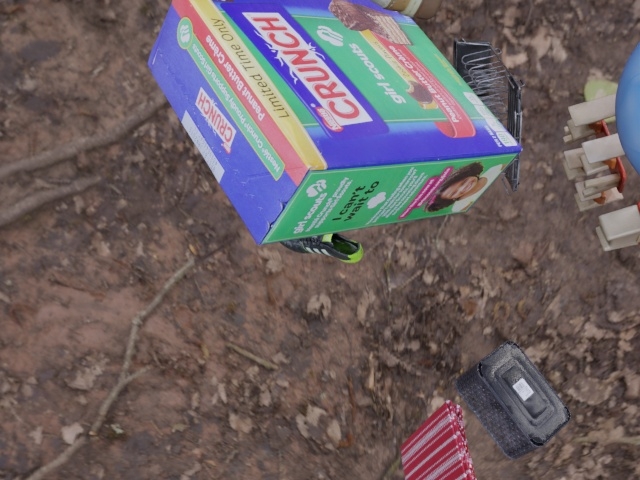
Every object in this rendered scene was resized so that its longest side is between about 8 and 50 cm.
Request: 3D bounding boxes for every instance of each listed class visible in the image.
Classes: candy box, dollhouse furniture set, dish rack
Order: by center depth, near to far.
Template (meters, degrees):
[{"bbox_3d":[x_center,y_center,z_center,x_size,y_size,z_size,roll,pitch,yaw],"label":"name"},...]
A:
[{"bbox_3d":[0.018,-0.145,0.797,0.317,0.122,0.268,-11,57,-39],"label":"candy box"},{"bbox_3d":[0.283,-0.210,1.246,0.074,0.208,0.272,-7,32,2],"label":"dish rack"},{"bbox_3d":[0.564,-0.121,1.395,0.135,0.262,0.259,-17,69,10],"label":"dollhouse furniture set"}]

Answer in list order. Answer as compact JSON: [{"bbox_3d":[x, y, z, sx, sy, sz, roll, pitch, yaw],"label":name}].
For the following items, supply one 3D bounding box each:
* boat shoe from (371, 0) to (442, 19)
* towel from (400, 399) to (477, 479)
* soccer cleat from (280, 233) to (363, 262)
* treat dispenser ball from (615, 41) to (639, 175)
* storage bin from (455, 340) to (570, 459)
[{"bbox_3d":[0.027,-0.205,0.483,0.072,0.068,0.190,4,34,-13],"label":"boat shoe"},{"bbox_3d":[0.196,0.414,1.139,0.031,0.199,0.275,5,51,-20],"label":"towel"},{"bbox_3d":[0.000,0.000,1.479,0.178,0.072,0.060,14,70,5],"label":"soccer cleat"},{"bbox_3d":[0.545,-0.183,0.979,0.287,0.288,0.289,-2,69,5],"label":"treat dispenser ball"},{"bbox_3d":[0.354,0.293,1.359,0.122,0.084,0.180,-26,74,-35],"label":"storage bin"}]
